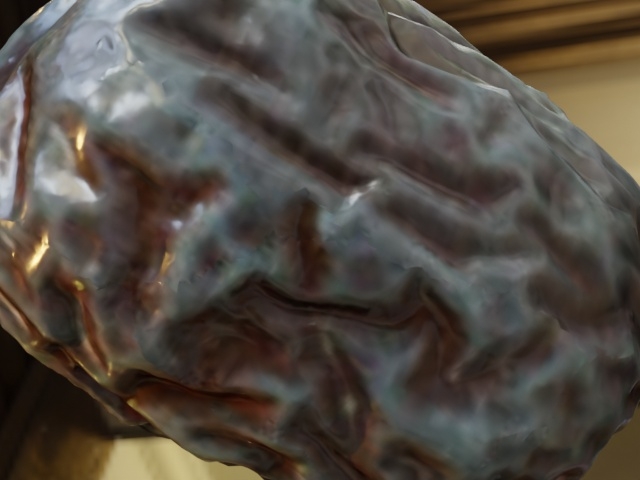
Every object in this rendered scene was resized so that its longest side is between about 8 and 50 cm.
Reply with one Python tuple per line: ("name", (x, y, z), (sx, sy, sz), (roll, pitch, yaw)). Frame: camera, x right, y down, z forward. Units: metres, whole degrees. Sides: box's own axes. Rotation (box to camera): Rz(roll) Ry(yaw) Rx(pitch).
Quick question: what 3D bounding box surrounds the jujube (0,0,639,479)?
("jujube", (0.000, 0.000, 0.780), (0.317, 0.226, 0.226), (34, -144, -11))
